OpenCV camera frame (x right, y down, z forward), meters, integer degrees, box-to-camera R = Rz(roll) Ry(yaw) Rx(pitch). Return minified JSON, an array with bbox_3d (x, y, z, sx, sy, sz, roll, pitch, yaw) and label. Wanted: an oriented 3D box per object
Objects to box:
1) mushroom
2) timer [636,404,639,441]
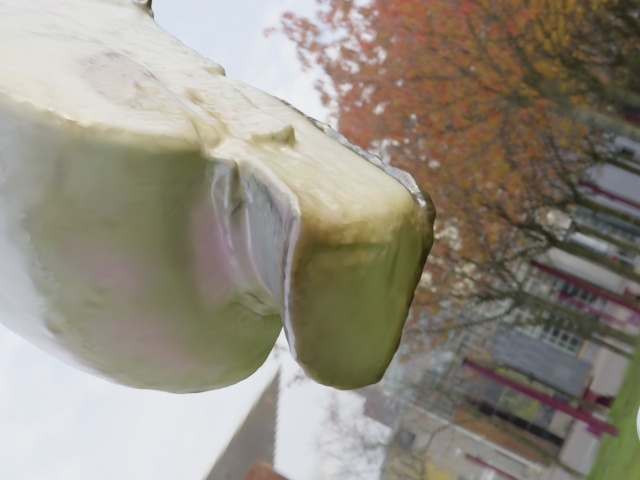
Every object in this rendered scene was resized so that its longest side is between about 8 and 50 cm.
[{"bbox_3d":[-0.097,-0.001,0.431,0.173,0.236,0.162,-5,-57,-47],"label":"mushroom"},{"bbox_3d":[0.474,0.220,1.120,0.233,0.234,0.240,93,170,-55],"label":"timer"}]
